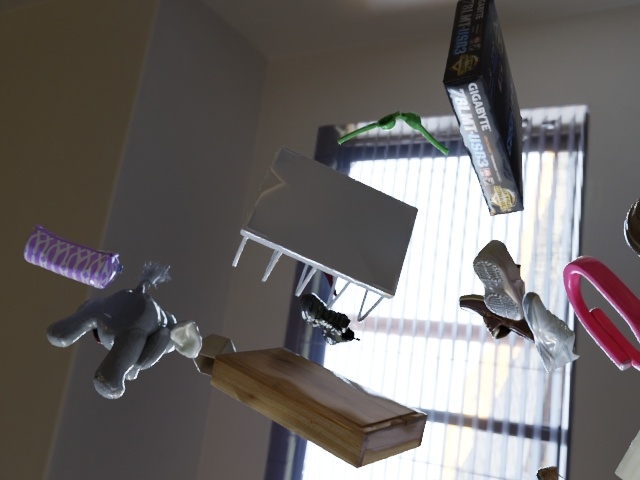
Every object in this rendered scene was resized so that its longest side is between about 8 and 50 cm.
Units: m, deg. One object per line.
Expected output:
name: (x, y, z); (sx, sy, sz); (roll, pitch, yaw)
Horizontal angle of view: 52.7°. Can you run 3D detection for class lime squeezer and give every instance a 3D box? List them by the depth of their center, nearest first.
lime squeezer: (0.206, -0.304, 1.766); (0.110, 0.310, 0.059); (100, 173, -50)

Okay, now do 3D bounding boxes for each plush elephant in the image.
plush elephant: (-0.455, 0.235, 1.611); (0.330, 0.271, 0.255); (-53, -29, -23)

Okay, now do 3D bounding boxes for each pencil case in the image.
pencil case: (-0.557, 0.039, 1.451); (0.086, 0.206, 0.088); (-59, -15, -73)

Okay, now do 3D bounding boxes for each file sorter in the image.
file sorter: (0.000, 0.000, 1.174); (0.173, 0.277, 0.193); (124, 169, -56)

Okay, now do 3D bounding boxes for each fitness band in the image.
fitness band: (0.622, 0.161, 1.386); (0.291, 0.054, 0.209); (61, 176, 44)

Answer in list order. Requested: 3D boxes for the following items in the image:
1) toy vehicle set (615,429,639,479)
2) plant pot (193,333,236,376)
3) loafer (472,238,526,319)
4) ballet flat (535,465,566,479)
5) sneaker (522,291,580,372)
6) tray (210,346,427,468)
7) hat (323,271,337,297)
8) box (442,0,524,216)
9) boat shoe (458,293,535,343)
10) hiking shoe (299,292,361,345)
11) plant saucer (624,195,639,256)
toy vehicle set: (0.459, 0.181, 0.800); (0.166, 0.035, 0.267); (-33, -39, -30)
plant pot: (-0.326, 0.356, 2.019); (0.096, 0.109, 0.109); (-53, -38, -39)
loafer: (0.439, 0.096, 1.537); (0.092, 0.102, 0.268); (-58, -40, -23)
ballet flat: (0.636, 0.672, 1.661); (0.206, 0.067, 0.073); (58, -174, 5)
sneaker: (0.359, 0.136, 1.012); (0.054, 0.061, 0.152); (-89, -25, -61)
tray: (-0.013, 0.317, 1.306); (0.202, 0.410, 0.076); (4, -82, -48)
hat: (-0.034, 0.050, 2.063); (0.173, 0.208, 0.184); (15, -81, -40)
box: (0.306, -0.247, 1.171); (0.293, 0.073, 0.296); (59, -147, -36)
boat shoe: (0.590, 0.265, 2.133); (0.123, 0.342, 0.123); (33, -103, -44)
hiking shoe: (0.031, 0.224, 1.886); (0.227, 0.114, 0.086); (49, -135, -36)
plant saucer: (0.587, -0.047, 0.933); (0.041, 0.277, 0.278); (63, -142, -28)
